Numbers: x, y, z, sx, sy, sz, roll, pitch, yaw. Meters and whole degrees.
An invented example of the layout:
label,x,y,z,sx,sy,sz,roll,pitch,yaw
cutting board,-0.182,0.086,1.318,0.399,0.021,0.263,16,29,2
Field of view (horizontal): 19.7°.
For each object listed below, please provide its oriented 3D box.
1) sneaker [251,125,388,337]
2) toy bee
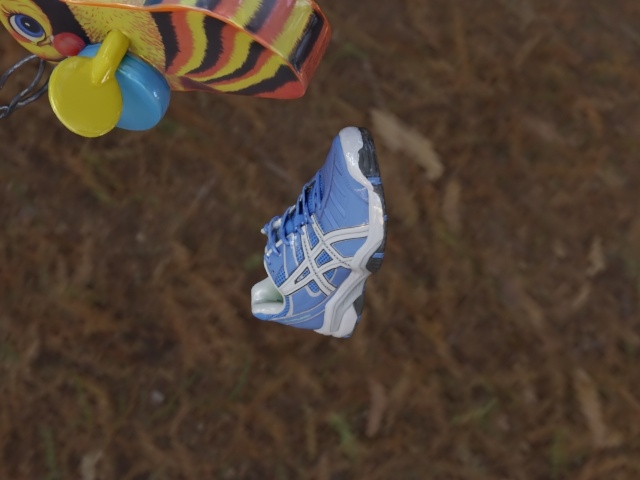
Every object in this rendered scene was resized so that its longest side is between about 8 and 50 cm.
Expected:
label,x,y,z,sx,sy,sz,roll,pitch,yaw
sneaker,0.000,0.000,1.375,0.081,0.211,0.080,3,45,-11
toy bee,-0.153,-0.147,1.219,0.162,0.298,0.195,51,30,-40
